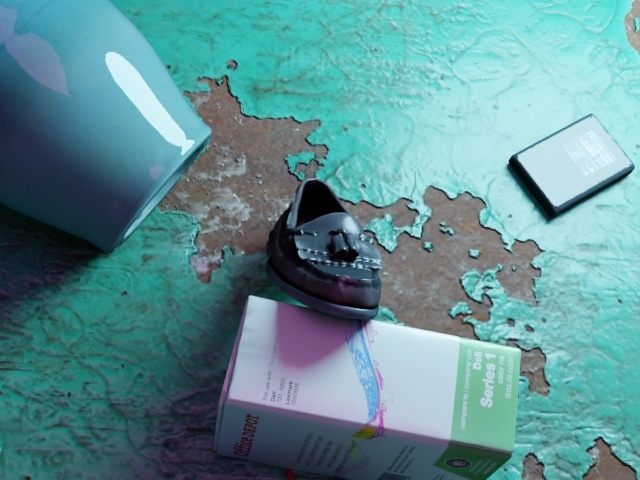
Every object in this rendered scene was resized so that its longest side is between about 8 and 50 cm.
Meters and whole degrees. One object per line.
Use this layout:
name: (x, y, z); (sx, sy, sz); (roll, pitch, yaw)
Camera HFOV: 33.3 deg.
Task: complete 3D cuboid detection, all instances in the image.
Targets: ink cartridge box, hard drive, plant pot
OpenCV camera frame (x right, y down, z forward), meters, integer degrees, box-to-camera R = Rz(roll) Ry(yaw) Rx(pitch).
ink cartridge box: (0.040, 0.167, 1.095); (0.278, 0.201, 0.117); (12, 63, -2)
hard drive: (0.320, -0.097, 1.362); (0.135, 0.022, 0.094); (-28, 72, -20)
plant pot: (-0.270, -0.131, 1.172); (0.255, 0.271, 0.271); (40, 65, -4)

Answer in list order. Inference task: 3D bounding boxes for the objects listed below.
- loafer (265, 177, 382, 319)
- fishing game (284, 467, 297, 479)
loafer: (0.000, 0.000, 1.121); (0.109, 0.302, 0.095); (13, 100, -13)
fishing game: (-0.125, 0.309, 1.047); (0.264, 0.189, 0.041); (-17, 112, -15)
